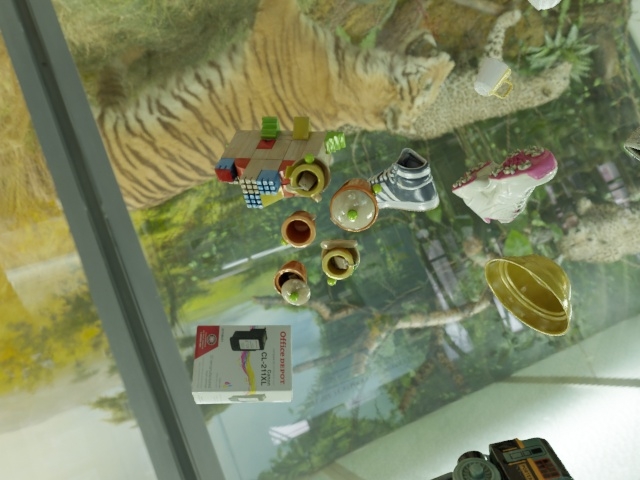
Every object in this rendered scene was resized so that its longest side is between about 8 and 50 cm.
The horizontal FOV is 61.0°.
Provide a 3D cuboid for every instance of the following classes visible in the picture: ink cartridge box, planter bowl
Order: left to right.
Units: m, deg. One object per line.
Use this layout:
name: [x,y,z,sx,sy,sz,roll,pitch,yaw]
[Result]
ink cartridge box: [-0.137,0.223,0.989,0.175,0.128,0.072,0,148,-5]
planter bowl: [0.473,0.097,1.185,0.090,0.217,0.217,-39,177,-15]

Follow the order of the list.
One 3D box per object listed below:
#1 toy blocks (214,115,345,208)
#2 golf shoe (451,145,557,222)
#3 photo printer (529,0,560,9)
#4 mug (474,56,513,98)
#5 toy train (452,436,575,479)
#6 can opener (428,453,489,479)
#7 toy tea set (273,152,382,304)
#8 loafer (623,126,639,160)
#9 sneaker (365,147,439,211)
toy blocks: [-0.140,-0.202,1.554,0.381,0.261,0.191,4,136,16]
golf shoe: [0.407,-0.110,1.156,0.115,0.140,0.306,-38,-173,-12]
photo printer: [0.530,-0.753,1.360,0.107,0.256,0.307,-32,168,14]
mug: [0.361,-0.335,1.138,0.064,0.078,0.062,-58,162,1]
toy train: [0.324,0.442,0.817,0.190,0.142,0.334,-13,-157,-1]
can opener: [0.406,0.734,1.679,0.280,0.093,0.074,-14,-172,-22]
toy tea set: [0.000,0.000,1.120,0.199,0.336,0.124,13,-154,3]
loafer: [0.920,-0.169,1.379,0.111,0.319,0.112,-39,157,0]
sneaker: [0.176,-0.165,1.473,0.282,0.153,0.099,4,-139,28]
